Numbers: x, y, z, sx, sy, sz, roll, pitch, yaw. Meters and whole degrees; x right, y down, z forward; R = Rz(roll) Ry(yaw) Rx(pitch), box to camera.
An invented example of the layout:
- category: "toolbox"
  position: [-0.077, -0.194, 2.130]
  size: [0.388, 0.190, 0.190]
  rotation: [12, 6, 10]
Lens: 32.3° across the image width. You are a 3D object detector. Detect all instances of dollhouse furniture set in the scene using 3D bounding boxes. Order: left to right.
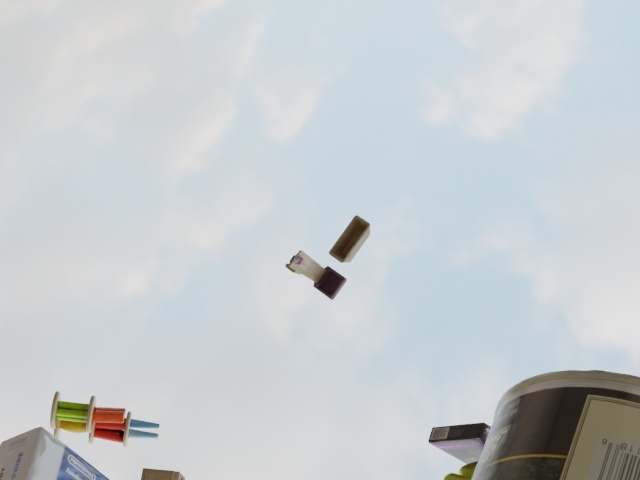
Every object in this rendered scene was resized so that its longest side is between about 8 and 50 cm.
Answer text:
- category: "dollhouse furniture set"
  position: [0.000, 0.000, 1.477]
  size: [0.091, 0.081, 0.114]
  rotation: [35, -92, 43]

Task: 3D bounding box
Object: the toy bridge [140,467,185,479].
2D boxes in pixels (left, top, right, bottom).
- category: "toy bridge"
  position: [-0.134, 0.285, 0.915]
  size: [0.063, 0.026, 0.188]
  rotation: [2, -118, 11]

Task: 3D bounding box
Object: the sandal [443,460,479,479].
- category: "sandal"
  position: [0.142, 0.404, 1.466]
  size: [0.317, 0.138, 0.126]
  rotation: [-14, -173, -22]

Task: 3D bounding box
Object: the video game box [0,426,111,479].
- category: "video game box"
  position: [-0.153, 0.256, 0.737]
  size: [0.048, 0.205, 0.187]
  rotation: [-24, -143, 27]

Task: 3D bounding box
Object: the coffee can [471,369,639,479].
- category: "coffee can"
  position: [0.157, 0.246, 0.654]
  size: [0.201, 0.202, 0.275]
  rotation: [-2, -134, 38]

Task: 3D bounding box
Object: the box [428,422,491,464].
- category: "box"
  position: [0.252, 0.309, 1.590]
  size: [0.116, 0.162, 0.029]
  rotation: [-19, -136, 54]

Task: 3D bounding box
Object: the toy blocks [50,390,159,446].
- category: "toy blocks"
  position: [-0.302, 0.256, 1.566]
  size: [0.148, 0.123, 0.054]
  rotation: [7, -114, -7]
